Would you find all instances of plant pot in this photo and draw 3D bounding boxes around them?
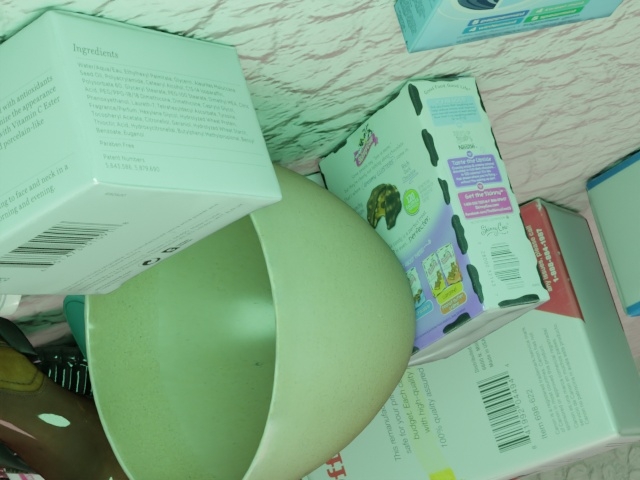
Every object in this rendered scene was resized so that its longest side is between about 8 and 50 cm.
[{"bbox_3d":[-0.037,0.064,1.205,0.191,0.284,0.284,-2,160,-36],"label":"plant pot"}]

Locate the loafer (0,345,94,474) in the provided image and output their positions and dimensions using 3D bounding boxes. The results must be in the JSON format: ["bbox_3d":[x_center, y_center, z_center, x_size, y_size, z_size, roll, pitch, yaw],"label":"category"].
[{"bbox_3d":[-0.326,0.174,1.578,0.366,0.133,0.130,6,172,-4],"label":"loafer"}]

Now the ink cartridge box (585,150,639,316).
[{"bbox_3d":[0.537,-0.053,1.648,0.395,0.166,0.285,-5,162,-34],"label":"ink cartridge box"}]

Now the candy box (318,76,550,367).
[{"bbox_3d":[0.088,-0.012,1.249,0.070,0.196,0.165,-8,164,-31],"label":"candy box"}]

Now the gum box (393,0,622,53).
[{"bbox_3d":[0.146,-0.188,0.974,0.157,0.041,0.184,-12,165,-15],"label":"gum box"}]

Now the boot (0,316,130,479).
[{"bbox_3d":[-0.313,0.145,1.327,0.096,0.264,0.280,-47,157,15],"label":"boot"}]

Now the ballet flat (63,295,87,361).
[{"bbox_3d":[-0.128,0.186,1.481,0.139,0.400,0.139,-12,-155,6],"label":"ballet flat"}]

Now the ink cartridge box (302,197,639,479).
[{"bbox_3d":[0.155,0.154,1.779,0.385,0.279,0.160,-23,165,25],"label":"ink cartridge box"}]

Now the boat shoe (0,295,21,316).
[{"bbox_3d":[-0.270,0.014,1.227,0.063,0.066,0.184,3,162,-17],"label":"boat shoe"}]

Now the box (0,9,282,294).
[{"bbox_3d":[-0.157,-0.050,0.997,0.181,0.119,0.182,-27,163,33],"label":"box"}]

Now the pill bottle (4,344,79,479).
[{"bbox_3d":[-0.211,0.179,1.696,0.283,0.160,0.160,-21,165,15],"label":"pill bottle"}]

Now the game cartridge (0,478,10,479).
[{"bbox_3d":[-0.358,0.305,1.943,0.230,0.068,0.355,-26,-173,-36],"label":"game cartridge"}]

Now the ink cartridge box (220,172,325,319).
[{"bbox_3d":[0.000,0.000,1.371,0.209,0.109,0.062,-14,166,-9],"label":"ink cartridge box"}]

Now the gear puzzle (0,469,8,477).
[{"bbox_3d":[-0.451,0.276,1.893,0.175,0.044,0.339,4,174,-17],"label":"gear puzzle"}]
